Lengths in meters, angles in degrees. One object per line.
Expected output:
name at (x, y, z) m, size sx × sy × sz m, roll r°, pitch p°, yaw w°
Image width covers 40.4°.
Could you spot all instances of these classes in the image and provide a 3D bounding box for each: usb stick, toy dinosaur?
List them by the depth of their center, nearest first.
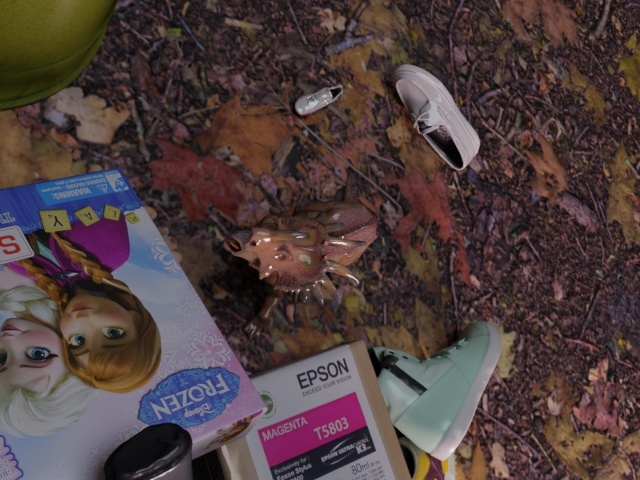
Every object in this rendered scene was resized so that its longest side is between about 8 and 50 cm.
usb stick at (-0.146, 0.257, 0.780) m, size 0.077 × 0.278 × 0.045 m, roll -29°, pitch 56°, yaw -30°
toy dinosaur at (0.000, 0.000, 1.020) m, size 0.295 × 0.200 × 0.127 m, roll -35°, pitch 95°, yaw -41°

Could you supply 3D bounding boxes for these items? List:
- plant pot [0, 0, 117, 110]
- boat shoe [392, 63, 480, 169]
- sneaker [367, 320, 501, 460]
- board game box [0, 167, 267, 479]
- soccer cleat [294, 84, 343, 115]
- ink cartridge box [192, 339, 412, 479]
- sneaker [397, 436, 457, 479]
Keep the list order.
plant pot at (-0.309, -0.364, 0.827) m, size 0.366 × 0.353 × 0.367 m, roll 15°, pitch 64°, yaw -32°
boat shoe at (0.169, -0.183, 1.316) m, size 0.184 × 0.066 × 0.063 m, roll 51°, pitch 49°, yaw -23°
sneaker at (0.143, 0.155, 1.143) m, size 0.151 × 0.094 × 0.256 m, roll 33°, pitch 36°, yaw 4°
board game box at (-0.258, 0.092, 0.807) m, size 0.318 × 0.066 × 0.318 m, roll -18°, pitch 64°, yaw -42°
soccer cleat at (-0.003, -0.196, 1.201) m, size 0.083 × 0.035 × 0.029 m, roll -28°, pitch 91°, yaw -41°
ink cartridge box at (-0.026, 0.236, 0.982) m, size 0.234 × 0.088 × 0.193 m, roll -14°, pitch 83°, yaw -39°
sneaker at (0.126, 0.335, 1.079) m, size 0.083 × 0.069 × 0.186 m, roll 10°, pitch 60°, yaw -25°
